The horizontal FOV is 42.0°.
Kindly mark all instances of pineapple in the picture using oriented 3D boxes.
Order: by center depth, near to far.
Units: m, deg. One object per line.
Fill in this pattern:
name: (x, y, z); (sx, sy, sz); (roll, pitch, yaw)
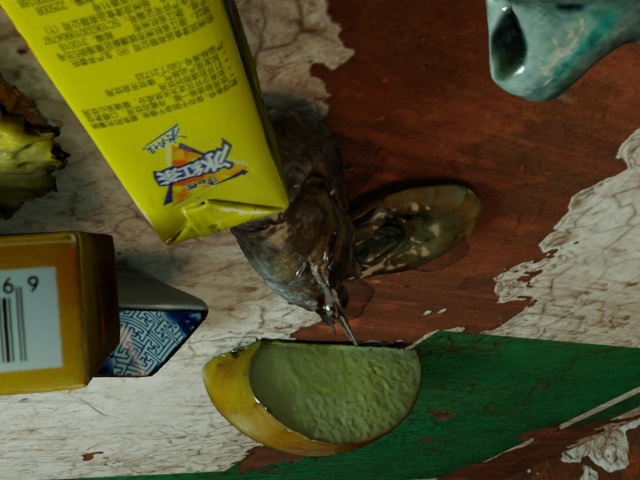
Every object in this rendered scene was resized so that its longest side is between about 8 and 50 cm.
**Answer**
pineapple: (-0.300, -0.074, 0.634); (0.225, 0.076, 0.225); (-14, 155, -7)

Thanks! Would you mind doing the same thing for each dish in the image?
dish: (-0.270, 0.083, 0.930); (0.243, 0.080, 0.182); (5, 146, -34)

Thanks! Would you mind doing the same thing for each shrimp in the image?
shrimp: (-0.007, 0.003, 0.847); (0.116, 0.145, 0.343); (12, 147, 24)
shrimp: (0.068, -0.003, 0.963); (0.254, 0.059, 0.145); (-12, 149, -7)

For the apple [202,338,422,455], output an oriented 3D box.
apple: (-0.008, 0.237, 1.291); (0.346, 0.254, 0.179); (6, 105, -34)

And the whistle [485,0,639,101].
whistle: (0.211, -0.259, 0.431); (0.168, 0.188, 0.405); (7, 144, -35)

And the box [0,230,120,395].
box: (-0.379, 0.060, 0.652); (0.415, 0.116, 0.264); (-4, -178, -9)

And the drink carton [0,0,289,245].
drink carton: (-0.112, -0.147, 0.510); (0.111, 0.154, 0.351); (-15, 152, 1)
